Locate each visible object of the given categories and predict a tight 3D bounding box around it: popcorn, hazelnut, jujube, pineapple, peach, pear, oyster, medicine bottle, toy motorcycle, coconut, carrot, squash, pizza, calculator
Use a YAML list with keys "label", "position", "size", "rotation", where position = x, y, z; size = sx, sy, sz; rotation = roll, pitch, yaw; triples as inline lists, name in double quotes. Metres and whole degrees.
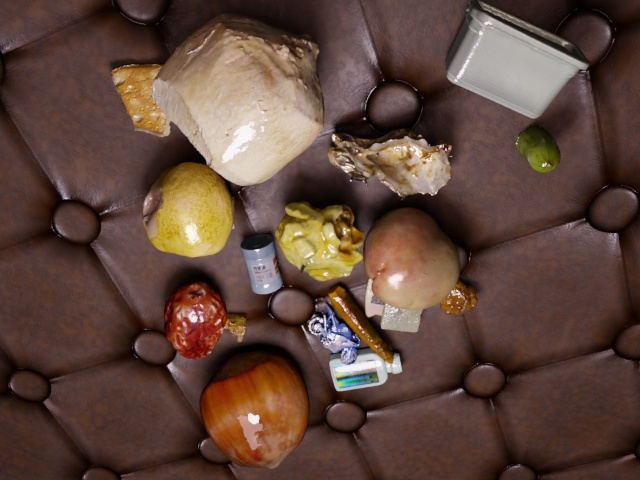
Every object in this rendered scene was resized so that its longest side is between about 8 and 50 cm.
- label: "popcorn"
  position: [0.000, 0.000, 1.661]
  size: [0.252, 0.286, 0.215]
  rotation: [10, 81, 35]
- label: "hazelnut"
  position: [-0.215, 0.535, 1.918]
  size: [0.366, 0.365, 0.365]
  rotation: [1, 117, 2]
- label: "jujube"
  position: [-0.387, 0.249, 1.857]
  size: [0.198, 0.197, 0.290]
  rotation: [9, 132, -3]
- label: "pineapple"
  position: [-0.266, 0.279, 1.940]
  size: [0.114, 0.077, 0.114]
  rotation: [20, 135, 31]
- label: "peach"
  position: [0.246, 0.052, 1.663]
  size: [0.248, 0.292, 0.292]
  rotation: [-20, 116, 31]
- label: "pear"
  position: [-0.361, -0.082, 1.649]
  size: [0.272, 0.271, 0.270]
  rotation: [1, 117, 2]
- label: "oyster"
  position: [0.185, -0.210, 1.621]
  size: [0.338, 0.133, 0.197]
  rotation: [4, 120, 3]
- label: "medicine bottle"
  position: [0.152, 0.419, 1.974]
  size: [0.229, 0.083, 0.121]
  rotation: [-11, 106, 9]
- label: "toy motorcycle"
  position: [0.057, 0.301, 1.914]
  size: [0.114, 0.076, 0.205]
  rotation: [-45, 99, -1]
- label: "coconut"
  position: [-0.160, -0.353, 1.422]
  size: [0.405, 0.404, 0.404]
  rotation: [1, 117, 2]
- label: "carrot"
  position: [0.133, 0.272, 1.889]
  size: [0.066, 0.066, 0.314]
  rotation: [-35, 103, 18]
- label: "squash"
  position: [0.576, -0.233, 1.562]
  size: [0.095, 0.188, 0.095]
  rotation: [2, 115, 3]
- label: "pizza"
  position: [-0.461, -0.380, 1.596]
  size: [0.204, 0.080, 0.188]
  rotation: [14, 94, 6]
- label: "calculator"
  position: [0.224, 0.141, 1.858]
  size: [0.157, 0.033, 0.236]
  rotation: [11, 115, -3]

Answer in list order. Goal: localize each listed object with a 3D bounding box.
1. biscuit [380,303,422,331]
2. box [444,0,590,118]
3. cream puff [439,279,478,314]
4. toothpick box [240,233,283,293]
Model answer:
- label: "biscuit"
  position: [0.258, 0.187, 1.838]
  size: [0.122, 0.040, 0.199]
  rotation: [7, 113, -2]
- label: "box"
  position: [0.463, -0.440, 1.476]
  size: [0.312, 0.175, 0.182]
  rotation: [22, 125, -9]
- label: "cream puff"
  position: [0.418, 0.169, 1.835]
  size: [0.122, 0.094, 0.115]
  rotation: [4, 117, 26]
- label: "toothpick box"
  position: [-0.174, 0.070, 1.797]
  size: [0.101, 0.101, 0.153]
  rotation: [-8, 118, 6]
